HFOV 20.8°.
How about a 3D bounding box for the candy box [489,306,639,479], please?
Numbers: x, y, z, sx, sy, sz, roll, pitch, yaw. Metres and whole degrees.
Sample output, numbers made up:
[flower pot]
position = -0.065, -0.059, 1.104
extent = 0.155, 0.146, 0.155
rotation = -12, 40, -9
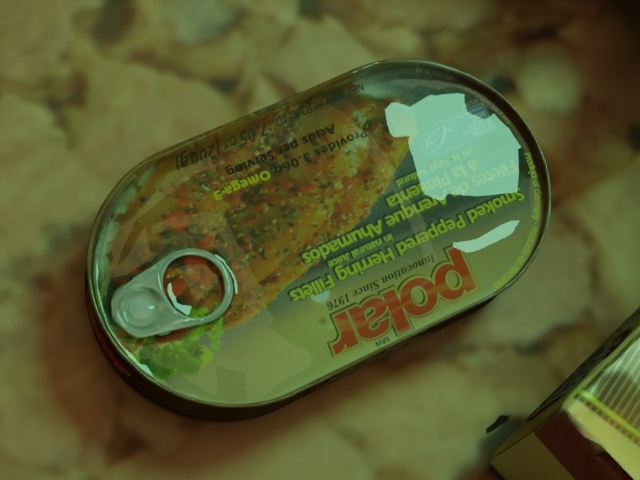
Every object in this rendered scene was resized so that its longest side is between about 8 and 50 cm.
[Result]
[candy box]
position = 0.241, 0.042, 0.682
extent = 0.316, 0.087, 0.183
rotation = -41, 83, -22

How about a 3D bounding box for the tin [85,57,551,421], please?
[tin]
position = 0.000, 0.000, 0.672
extent = 0.189, 0.040, 0.106
rotation = -24, 73, -20
